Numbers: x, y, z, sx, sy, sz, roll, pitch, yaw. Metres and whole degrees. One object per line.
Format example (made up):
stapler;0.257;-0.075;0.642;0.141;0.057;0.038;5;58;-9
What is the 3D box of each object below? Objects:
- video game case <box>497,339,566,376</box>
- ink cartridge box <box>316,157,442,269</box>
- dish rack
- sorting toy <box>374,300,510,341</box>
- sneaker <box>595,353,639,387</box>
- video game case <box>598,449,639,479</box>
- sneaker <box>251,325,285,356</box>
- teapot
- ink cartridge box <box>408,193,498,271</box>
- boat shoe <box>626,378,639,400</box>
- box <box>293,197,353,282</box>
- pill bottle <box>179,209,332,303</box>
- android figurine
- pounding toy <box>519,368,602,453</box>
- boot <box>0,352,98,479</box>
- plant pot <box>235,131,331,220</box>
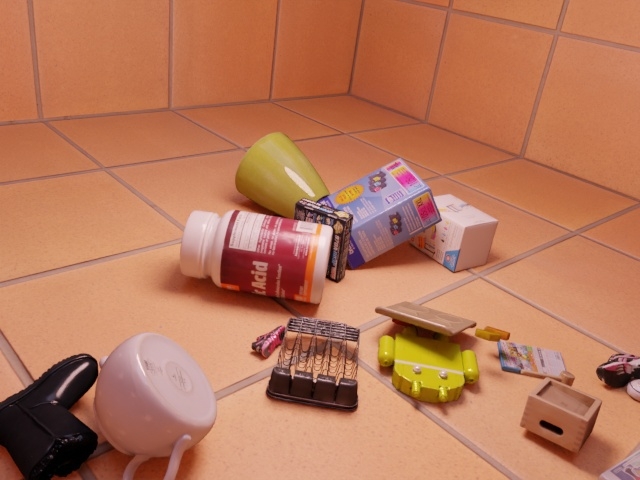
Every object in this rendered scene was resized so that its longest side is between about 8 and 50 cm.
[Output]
video game case;0.551;0.313;1.564;0.167;0.015;0.119;11;27;5
ink cartridge box;0.156;-0.078;1.961;0.396;0.151;0.270;-30;31;1
dish rack;-0.004;0.276;1.422;0.209;0.074;0.271;10;25;1
sorting toy;0.319;0.221;1.558;0.307;0.041;0.229;15;5;30
sneaker;0.770;0.330;1.553;0.178;0.071;0.077;3;14;-28
video game case;0.700;0.506;1.212;0.202;0.023;0.183;-10;32;-33
sneaker;-0.129;0.243;1.487;0.057;0.047;0.119;8;23;26
teapot;-0.331;0.315;1.128;0.252;0.187;0.256;49;7;-4
ink cartridge box;0.445;-0.030;2.045;0.168;0.171;0.233;-11;31;-33
boat shoe;0.881;0.363;1.489;0.227;0.075;0.083;6;26;-3
box;0.000;0.000;1.802;0.175;0.220;0.051;20;32;23
pill bottle;-0.175;0.038;1.674;0.393;0.223;0.224;9;26;2
android figurine;0.261;0.300;1.467;0.249;0.056;0.273;11;25;5
pounding toy;0.531;0.372;1.367;0.181;0.094;0.206;21;19;34
boot;-0.480;0.334;1.134;0.207;0.094;0.246;21;36;32
plant pot;-0.108;-0.194;2.156;0.293;0.274;0.275;40;38;23
